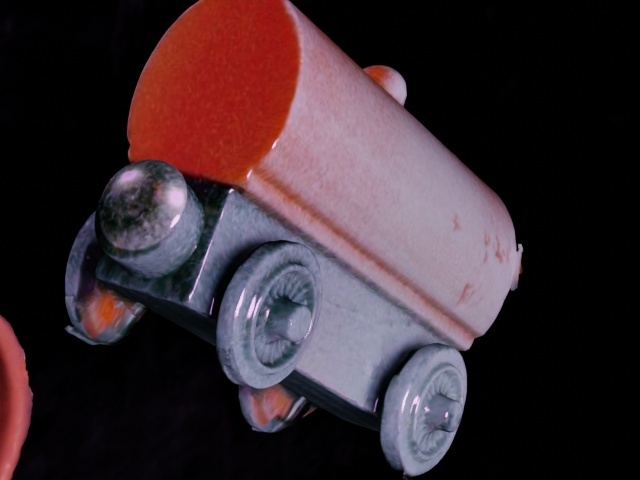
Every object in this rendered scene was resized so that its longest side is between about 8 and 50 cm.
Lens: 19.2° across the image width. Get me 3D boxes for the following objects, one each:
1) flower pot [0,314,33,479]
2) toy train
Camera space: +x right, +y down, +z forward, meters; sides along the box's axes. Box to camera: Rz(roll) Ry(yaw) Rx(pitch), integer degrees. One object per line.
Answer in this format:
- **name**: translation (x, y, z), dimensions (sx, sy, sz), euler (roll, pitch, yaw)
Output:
- **flower pot**: translation (-0.214, 0.043, 0.567), dimensions (0.190, 0.173, 0.191), euler (-33, 138, -35)
- **toy train**: translation (0.000, 0.000, 0.878), dimensions (0.285, 0.116, 0.177), euler (35, 73, -54)
